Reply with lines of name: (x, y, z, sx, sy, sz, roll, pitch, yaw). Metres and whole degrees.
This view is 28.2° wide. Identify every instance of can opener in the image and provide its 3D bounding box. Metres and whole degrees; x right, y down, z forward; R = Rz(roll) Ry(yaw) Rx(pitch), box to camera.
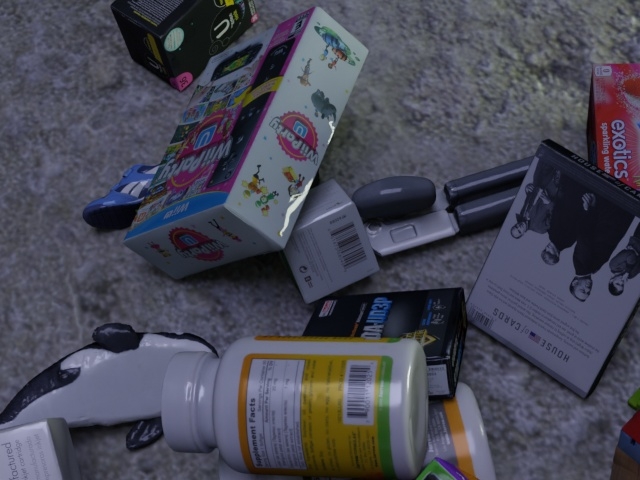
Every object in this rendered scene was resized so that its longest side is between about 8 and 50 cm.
can opener: (0.180, -0.051, 1.553, 0.280, 0.093, 0.074, -14, 59, -5)

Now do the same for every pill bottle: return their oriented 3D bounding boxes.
pill bottle: (-0.024, 0.162, 1.250, 0.245, 0.136, 0.136, 0, 61, 14)
pill bottle: (0.042, 0.255, 1.354, 0.278, 0.162, 0.162, -13, 60, 2)

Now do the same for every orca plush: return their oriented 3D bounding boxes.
orca plush: (-0.260, 0.178, 1.508, 0.287, 0.102, 0.151, -35, 106, 0)

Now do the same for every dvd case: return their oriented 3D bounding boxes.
dvd case: (0.275, 0.033, 1.425, 0.179, 0.239, 0.029, 35, 31, 24)

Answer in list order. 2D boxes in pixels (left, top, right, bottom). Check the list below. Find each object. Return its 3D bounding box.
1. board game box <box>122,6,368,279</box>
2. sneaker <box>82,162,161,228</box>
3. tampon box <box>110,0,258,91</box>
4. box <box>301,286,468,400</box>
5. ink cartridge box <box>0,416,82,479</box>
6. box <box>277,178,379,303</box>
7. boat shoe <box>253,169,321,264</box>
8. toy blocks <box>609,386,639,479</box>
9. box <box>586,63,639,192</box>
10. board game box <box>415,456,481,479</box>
board game box: (-0.091, -0.116, 1.550, 0.224, 0.097, 0.303, -17, 44, 49)
sneaker: (-0.240, -0.060, 1.640, 0.144, 0.053, 0.059, -21, 60, -14)
tampon box: (-0.183, -0.310, 1.731, 0.101, 0.120, 0.161, 35, 71, 25)
box: (0.068, 0.115, 1.409, 0.175, 0.051, 0.220, -5, 17, 13)
ink cartridge box: (-0.427, 0.332, 1.359, 0.353, 0.119, 0.207, -16, 85, -3)
box: (0.000, 0.000, 1.524, 0.102, 0.101, 0.087, -25, 27, -5)
boat shoe: (-0.040, -0.072, 1.608, 0.070, 0.078, 0.219, 35, 71, -19)
toy blocks: (0.429, 0.144, 1.300, 0.381, 0.261, 0.191, -43, 64, -15)
box: (0.386, -0.076, 1.511, 0.128, 0.122, 0.257, 0, 61, 8)
board game box: (0.147, 0.452, 1.066, 0.356, 0.356, 0.356, 42, 90, 26)
